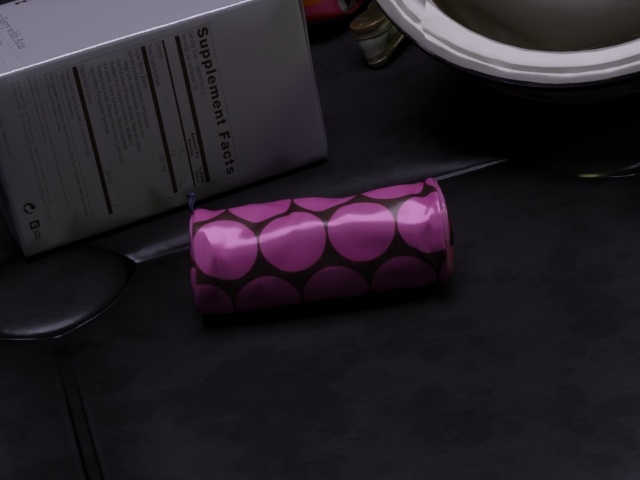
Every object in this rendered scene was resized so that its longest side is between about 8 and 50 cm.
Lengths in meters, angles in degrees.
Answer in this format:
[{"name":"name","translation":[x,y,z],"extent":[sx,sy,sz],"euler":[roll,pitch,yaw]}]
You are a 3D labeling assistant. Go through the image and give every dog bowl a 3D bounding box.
[{"name":"dog bowl","translation":[0.237,-0.299,1.509],"extent":[0.408,0.150,0.408],"euler":[-5,72,16]}]

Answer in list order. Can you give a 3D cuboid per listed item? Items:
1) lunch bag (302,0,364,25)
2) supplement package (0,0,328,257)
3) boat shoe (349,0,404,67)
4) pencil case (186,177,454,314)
[{"name":"lunch bag","translation":[-0.053,-0.327,1.877],"extent":[0.258,0.120,0.293],"euler":[0,30,26]},{"name":"supplement package","translation":[-0.168,-0.136,1.510],"extent":[0.293,0.175,0.177],"euler":[-19,30,-16]},{"name":"boat shoe","translation":[0.078,-0.226,1.730],"extent":[0.056,0.048,0.153],"euler":[-9,20,27]},{"name":"pencil case","translation":[0.000,0.000,1.313],"extent":[0.209,0.095,0.098],"euler":[-5,14,5]}]
